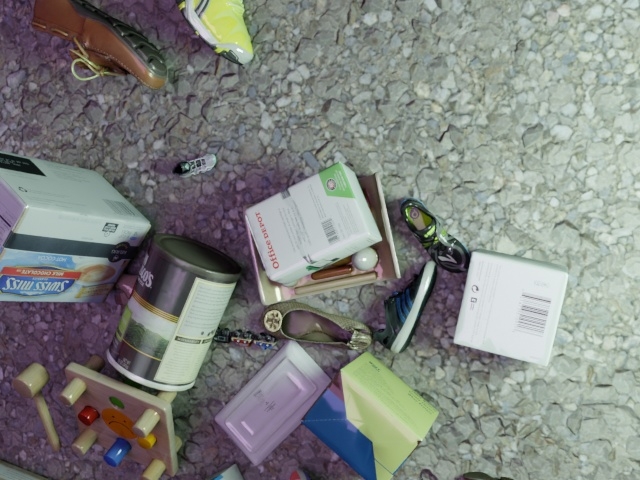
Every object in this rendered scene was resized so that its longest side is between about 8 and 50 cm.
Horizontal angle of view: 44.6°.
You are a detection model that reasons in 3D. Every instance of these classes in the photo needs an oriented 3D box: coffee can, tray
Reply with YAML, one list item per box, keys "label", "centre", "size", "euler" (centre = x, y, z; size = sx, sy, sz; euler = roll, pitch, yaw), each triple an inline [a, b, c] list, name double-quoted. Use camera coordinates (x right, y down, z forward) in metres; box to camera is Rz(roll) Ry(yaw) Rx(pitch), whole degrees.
- label: "coffee can"
  centre: [-0.309, 0.150, 1.652]
  size: [0.201, 0.201, 0.275]
  euler: [26, 100, 15]
- label: "tray"
  centre: [-0.105, 0.354, 1.689]
  size: [0.145, 0.030, 0.270]
  euler: [46, 104, 11]

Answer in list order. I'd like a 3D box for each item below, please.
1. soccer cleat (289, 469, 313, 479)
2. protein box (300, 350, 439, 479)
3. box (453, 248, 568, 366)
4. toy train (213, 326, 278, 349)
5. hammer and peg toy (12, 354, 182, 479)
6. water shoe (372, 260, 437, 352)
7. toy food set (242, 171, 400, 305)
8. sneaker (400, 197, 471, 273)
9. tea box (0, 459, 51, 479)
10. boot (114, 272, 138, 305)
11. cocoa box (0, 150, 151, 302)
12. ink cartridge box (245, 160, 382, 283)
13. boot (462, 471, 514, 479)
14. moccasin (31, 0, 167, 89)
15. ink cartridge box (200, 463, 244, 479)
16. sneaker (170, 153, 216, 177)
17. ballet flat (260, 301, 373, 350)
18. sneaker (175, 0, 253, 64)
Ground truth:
- label: "soccer cleat"
  centre: [-0.045, 0.643, 1.660]
  size: [0.109, 0.116, 0.318]
  euler: [1, 111, -10]
- label: "protein box"
  centre: [0.102, 0.347, 1.532]
  size: [0.200, 0.201, 0.136]
  euler: [40, 103, 12]
- label: "box"
  centre: [0.363, 0.122, 1.482]
  size: [0.182, 0.119, 0.181]
  euler: [13, 97, 17]
- label: "toy train"
  centre: [-0.167, 0.215, 1.702]
  size: [0.158, 0.027, 0.036]
  euler: [5, 98, 18]
- label: "hammer and peg toy"
  centre: [-0.478, 0.379, 1.714]
  size: [0.361, 0.127, 0.266]
  euler: [18, 133, 16]
- label: "water shoe"
  centre: [0.167, 0.126, 1.568]
  size: [0.080, 0.073, 0.203]
  euler: [25, 99, 17]
- label: "toy food set"
  centre: [0.000, 0.000, 1.604]
  size: [0.306, 0.092, 0.219]
  euler: [-12, 89, 17]
- label: "sneaker"
  centre: [0.221, -0.006, 1.541]
  size: [0.067, 0.078, 0.188]
  euler: [-43, 81, 15]
- label: "tea box"
  centre: [-0.718, 0.733, 1.801]
  size: [0.329, 0.220, 0.323]
  euler: [16, 98, 16]
- label: "boot"
  centre: [-0.433, 0.093, 1.776]
  size: [0.087, 0.042, 0.118]
  euler: [-14, 90, 11]
- label: "cocoa box"
  centre: [-0.587, -0.022, 1.635]
  size: [0.231, 0.347, 0.228]
  euler: [40, 105, 26]
- label: "ink cartridge box"
  centre: [-0.016, -0.030, 1.527]
  size: [0.219, 0.092, 0.160]
  euler: [-25, 74, 16]
- label: "boot"
  centre: [0.334, 0.526, 1.559]
  size: [0.106, 0.037, 0.114]
  euler: [6, 99, 19]
- label: "moccasin"
  centre: [-0.494, -0.427, 1.713]
  size: [0.380, 0.139, 0.147]
  euler: [32, 103, 14]
- label: "ink cartridge box"
  centre: [-0.271, 0.623, 1.680]
  size: [0.233, 0.171, 0.168]
  euler: [-30, 84, 16]
- label: "sneaker"
  centre: [-0.279, -0.161, 1.695]
  size: [0.098, 0.069, 0.038]
  euler: [-24, 86, 17]
- label: "ballet flat"
  centre: [-0.013, 0.184, 1.635]
  size: [0.250, 0.058, 0.084]
  euler: [12, 96, 17]
- label: "sneaker"
  centre: [-0.228, -0.549, 1.621]
  size: [0.147, 0.145, 0.384]
  euler: [-28, 86, 17]
